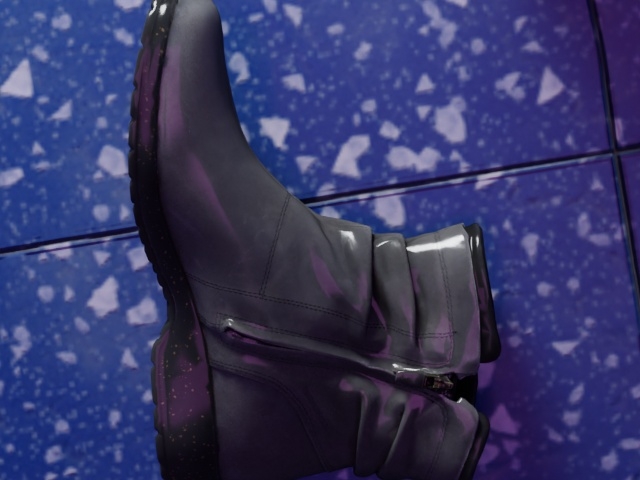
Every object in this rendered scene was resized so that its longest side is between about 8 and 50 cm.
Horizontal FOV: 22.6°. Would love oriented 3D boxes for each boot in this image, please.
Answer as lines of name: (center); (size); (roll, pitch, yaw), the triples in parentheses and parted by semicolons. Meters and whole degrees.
boot: (0.000, 0.000, 1.028); (0.222, 0.118, 0.338); (-3, 105, 6)
